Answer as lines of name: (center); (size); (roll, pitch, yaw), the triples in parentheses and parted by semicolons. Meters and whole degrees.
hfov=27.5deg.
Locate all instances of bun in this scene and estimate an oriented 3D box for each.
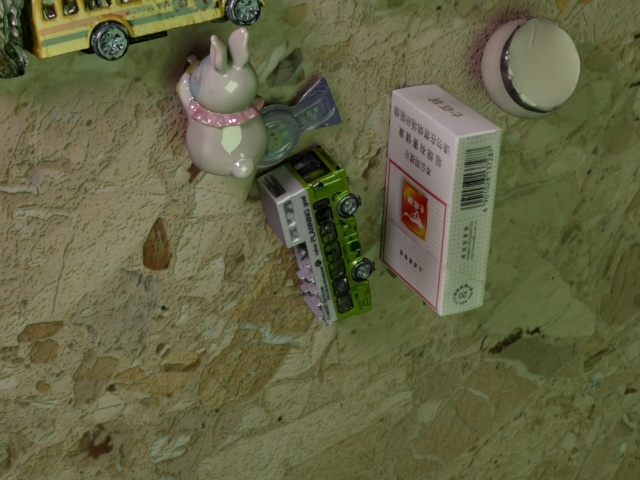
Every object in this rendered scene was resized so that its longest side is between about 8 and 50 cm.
bun: (0.343, -0.287, 2.190); (0.173, 0.120, 0.173); (0, 90, -25)

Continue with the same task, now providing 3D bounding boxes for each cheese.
cheese: (-0.058, -0.180, 2.071); (0.191, 0.042, 0.105); (-34, 130, -12)

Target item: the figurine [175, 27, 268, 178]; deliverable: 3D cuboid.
figurine: (-0.145, -0.222, 1.917); (0.127, 0.155, 0.235); (-9, 126, -10)

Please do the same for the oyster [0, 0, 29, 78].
oyster: (-0.466, -0.332, 1.698); (0.158, 0.162, 0.351); (-55, 145, -30)

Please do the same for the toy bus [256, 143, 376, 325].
toy bus: (0.000, 0.000, 2.168); (0.139, 0.113, 0.301); (-23, 127, -12)

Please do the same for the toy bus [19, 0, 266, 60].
toy bus: (-0.251, -0.332, 1.827); (0.335, 0.121, 0.123); (-17, 111, -21)

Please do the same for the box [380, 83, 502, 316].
box: (0.196, -0.068, 2.172); (0.095, 0.210, 0.330); (-13, 122, -23)
